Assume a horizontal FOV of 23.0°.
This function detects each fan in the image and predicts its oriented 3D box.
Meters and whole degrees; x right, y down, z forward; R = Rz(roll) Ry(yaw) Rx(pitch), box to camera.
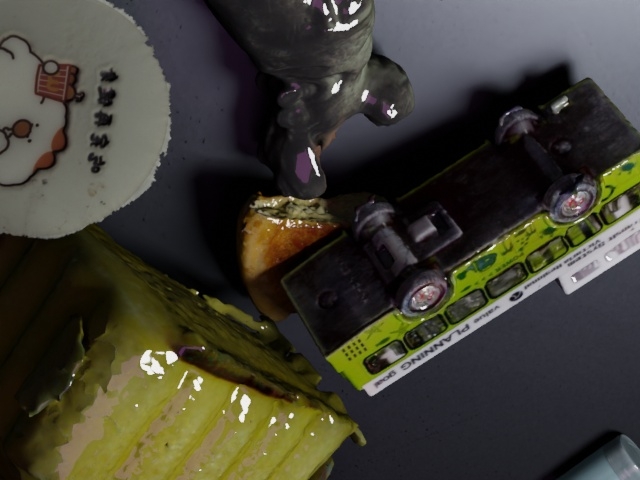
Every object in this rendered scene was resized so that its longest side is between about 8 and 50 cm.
[{"bbox_3d":[-0.268,-0.101,1.135,0.329,0.190,0.009,5,169,3],"label":"fan"}]

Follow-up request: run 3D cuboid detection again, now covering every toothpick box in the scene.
[{"bbox_3d":[0.280,0.235,1.556,0.083,0.052,0.052,-38,126,19],"label":"toothpick box"}]

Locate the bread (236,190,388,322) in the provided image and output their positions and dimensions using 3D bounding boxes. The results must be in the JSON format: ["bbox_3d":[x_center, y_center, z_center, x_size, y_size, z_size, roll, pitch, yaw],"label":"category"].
[{"bbox_3d":[-0.019,0.015,1.311,0.154,0.054,0.136,3,133,-30],"label":"bread"}]

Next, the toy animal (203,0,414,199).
[{"bbox_3d":[-0.015,-0.174,1.137,0.168,0.106,0.343,-23,132,5],"label":"toy animal"}]

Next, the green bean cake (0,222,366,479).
[{"bbox_3d":[-0.160,0.111,1.233,0.310,0.285,0.202,31,98,-45],"label":"green bean cake"}]

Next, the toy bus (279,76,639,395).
[{"bbox_3d":[0.127,0.004,1.271,0.302,0.113,0.139,-32,142,1],"label":"toy bus"}]
